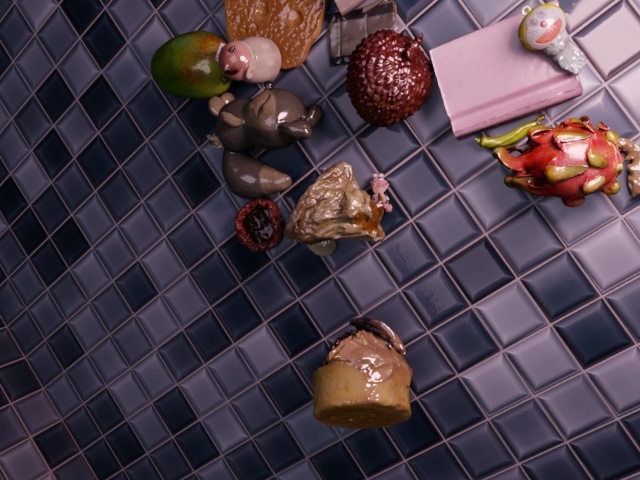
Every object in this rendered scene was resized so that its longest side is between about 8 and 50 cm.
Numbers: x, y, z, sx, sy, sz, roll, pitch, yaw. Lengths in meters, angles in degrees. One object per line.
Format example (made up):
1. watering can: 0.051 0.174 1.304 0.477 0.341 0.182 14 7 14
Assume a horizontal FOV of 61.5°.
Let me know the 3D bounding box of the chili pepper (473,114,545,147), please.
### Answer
1. chili pepper: 0.561 -0.310 1.587 0.208 0.043 0.049 -16 66 17

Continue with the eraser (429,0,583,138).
1. eraser: 0.523 -0.477 1.534 0.358 0.122 0.273 -18 89 21

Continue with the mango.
1. mango: -0.445 -0.604 1.850 0.381 0.201 0.226 16 100 34

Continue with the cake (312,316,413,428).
1. cake: 0.131 0.423 1.753 0.332 0.332 0.321 -12 56 22

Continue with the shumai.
1. shumai: 0.065 -0.059 1.675 0.262 0.267 0.314 42 74 15

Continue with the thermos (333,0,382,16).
1. thermos: 0.131 -0.773 1.654 0.193 0.105 0.137 -27 84 10

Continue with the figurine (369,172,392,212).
1. figurine: 0.197 -0.154 1.742 0.072 0.054 0.129 -2 91 13

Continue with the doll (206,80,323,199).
1. doll: -0.164 -0.335 1.799 0.382 0.252 0.379 7 132 23

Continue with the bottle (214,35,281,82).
1. bottle: -0.233 -0.566 1.691 0.147 0.236 0.148 7 110 20

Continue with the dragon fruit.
1. dragon fruit: 0.658 -0.214 1.480 0.307 0.243 0.228 32 139 52

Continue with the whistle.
1. whistle: 0.597 -0.517 1.381 0.223 0.123 0.123 45 111 -4

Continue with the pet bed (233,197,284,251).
1. pet bed: -0.218 -0.053 1.915 0.201 0.053 0.202 6 104 24

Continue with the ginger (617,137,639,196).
1. ginger: 0.866 -0.207 1.479 0.069 0.051 0.174 -21 85 17

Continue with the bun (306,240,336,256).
1. bun: 0.000 0.000 1.828 0.115 0.069 0.115 3 99 21

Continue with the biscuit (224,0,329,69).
1. biscuit: -0.149 -0.780 1.775 0.364 0.062 0.386 24 109 15

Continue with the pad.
1. pad: 0.132 -0.657 1.710 0.232 0.022 0.175 -1 98 22

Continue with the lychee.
1. lychee: 0.201 -0.480 1.579 0.264 0.264 0.300 47 135 9
